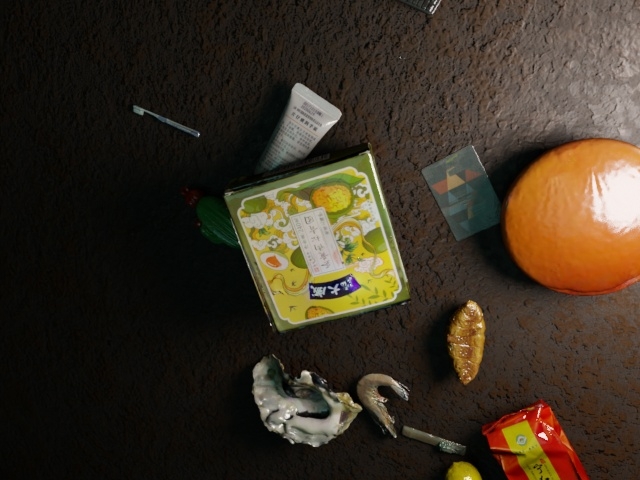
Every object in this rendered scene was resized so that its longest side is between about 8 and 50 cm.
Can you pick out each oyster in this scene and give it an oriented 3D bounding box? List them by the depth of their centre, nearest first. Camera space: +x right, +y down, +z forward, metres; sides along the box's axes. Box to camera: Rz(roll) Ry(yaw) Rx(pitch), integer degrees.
[{"bbox_3d":[-0.049,0.487,1.539,0.351,0.115,0.238,8,101,9],"label":"oyster"}]

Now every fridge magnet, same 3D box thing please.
[{"bbox_3d":[0.594,-0.048,1.138,0.363,0.155,0.364,5,108,15],"label":"fridge magnet"}]

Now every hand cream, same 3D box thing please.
[{"bbox_3d":[-0.090,-0.244,1.322,0.139,0.089,0.314,36,111,-6],"label":"hand cream"}]

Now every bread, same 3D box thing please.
[{"bbox_3d":[0.380,0.264,1.349,0.105,0.076,0.233,0,101,4],"label":"bread"}]

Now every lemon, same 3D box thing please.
[{"bbox_3d":[0.412,0.702,1.464,0.109,0.109,0.133,-17,93,21],"label":"lemon"}]

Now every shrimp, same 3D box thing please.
[{"bbox_3d":[0.200,0.480,1.492,0.152,0.046,0.219,-24,99,25],"label":"shrimp"}]

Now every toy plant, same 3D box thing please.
[{"bbox_3d":[-0.294,-0.058,1.446,0.240,0.088,0.155,18,127,18],"label":"toy plant"}]

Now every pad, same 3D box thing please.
[{"bbox_3d":[0.359,-0.115,1.271,0.143,0.003,0.211,-27,98,22],"label":"pad"}]

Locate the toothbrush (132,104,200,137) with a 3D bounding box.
[{"bbox_3d":[-0.438,-0.336,1.435,0.219,0.016,0.019,23,114,9],"label":"toothbrush"}]

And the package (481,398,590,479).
[{"bbox_3d":[0.603,0.619,1.370,0.196,0.123,0.424,-30,96,21],"label":"package"}]

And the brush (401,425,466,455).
[{"bbox_3d":[0.332,0.595,1.498,0.190,0.027,0.034,16,109,12],"label":"brush"}]

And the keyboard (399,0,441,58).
[{"bbox_3d":[0.248,-0.597,1.128,0.103,0.041,0.381,29,113,7],"label":"keyboard"}]

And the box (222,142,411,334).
[{"bbox_3d":[0.000,0.000,1.291,0.373,0.138,0.420,-15,110,9],"label":"box"}]
